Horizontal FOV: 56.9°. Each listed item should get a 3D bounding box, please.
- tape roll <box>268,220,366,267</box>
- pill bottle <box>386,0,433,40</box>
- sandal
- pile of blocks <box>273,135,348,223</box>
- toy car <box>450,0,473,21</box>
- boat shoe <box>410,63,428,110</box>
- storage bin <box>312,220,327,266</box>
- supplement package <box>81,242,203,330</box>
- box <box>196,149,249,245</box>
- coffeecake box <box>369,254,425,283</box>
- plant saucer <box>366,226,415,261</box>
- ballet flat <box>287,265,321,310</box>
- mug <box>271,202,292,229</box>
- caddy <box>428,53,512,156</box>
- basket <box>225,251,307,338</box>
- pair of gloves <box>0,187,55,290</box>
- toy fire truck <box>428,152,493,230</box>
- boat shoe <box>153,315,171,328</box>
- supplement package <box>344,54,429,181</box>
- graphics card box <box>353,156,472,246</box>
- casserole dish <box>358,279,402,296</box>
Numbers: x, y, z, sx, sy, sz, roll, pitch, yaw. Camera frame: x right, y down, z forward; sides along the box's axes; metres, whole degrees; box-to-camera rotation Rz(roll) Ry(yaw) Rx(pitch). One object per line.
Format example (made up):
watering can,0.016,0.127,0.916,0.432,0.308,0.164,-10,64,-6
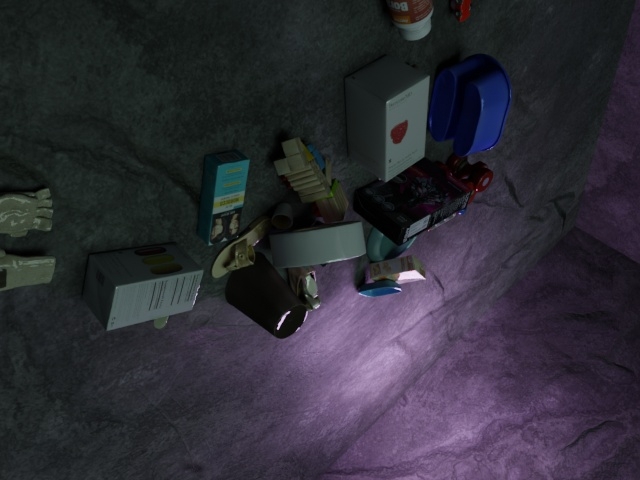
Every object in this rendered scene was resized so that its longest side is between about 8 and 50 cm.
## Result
tape roll,-0.008,0.008,1.761,0.286,0.286,0.100,-12,94,-44
pill bottle,0.234,-0.644,1.565,0.121,0.121,0.216,-45,146,-10
sandal,-0.215,0.034,1.722,0.240,0.079,0.088,-47,147,-6
pile of blocks,-0.039,-0.183,1.728,0.112,0.149,0.362,-13,142,21
toy car,0.426,-0.790,1.719,0.225,0.053,0.239,-56,148,7
boat shoe,0.310,-0.469,1.872,0.073,0.073,0.207,-47,147,-3
storage bin,0.000,0.000,1.952,0.091,0.098,0.135,30,99,-29
supplement package,-0.439,0.107,1.470,0.244,0.139,0.134,-11,131,-47
box,-0.257,-0.110,1.549,0.100,0.060,0.244,-19,135,-39
coffeecake box,0.307,0.123,2.355,0.185,0.068,0.142,-14,156,24
plant saucer,0.307,-0.038,2.320,0.317,0.043,0.318,-32,142,-28
ballet flat,-0.051,0.180,2.039,0.107,0.106,0.316,-37,145,-20
mug,-0.116,-0.075,1.755,0.078,0.064,0.062,-24,129,30
caddy,0.507,-0.449,1.982,0.179,0.241,0.341,-24,139,-26
basket,-0.160,0.182,1.798,0.154,0.227,0.204,-8,128,-47
pair of gloves,-0.650,0.006,1.206,0.204,0.042,0.240,-12,129,-40
toy fire truck,0.530,-0.188,2.327,0.302,0.169,0.254,-27,142,-32
boat shoe,-0.423,0.183,1.653,0.137,0.049,0.043,-59,-171,7
supplement package,0.195,-0.358,1.747,0.177,0.175,0.293,-34,143,-22
graphics card box,0.323,-0.144,2.060,0.370,0.233,0.094,-28,145,-30
casserole dish,0.239,0.193,2.377,0.114,0.188,0.037,21,62,-45
